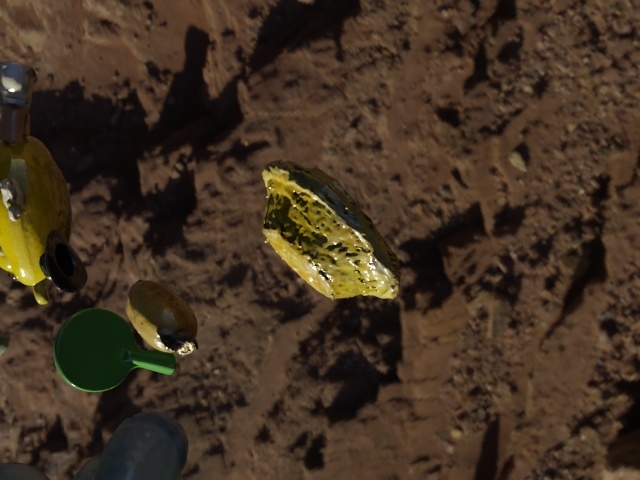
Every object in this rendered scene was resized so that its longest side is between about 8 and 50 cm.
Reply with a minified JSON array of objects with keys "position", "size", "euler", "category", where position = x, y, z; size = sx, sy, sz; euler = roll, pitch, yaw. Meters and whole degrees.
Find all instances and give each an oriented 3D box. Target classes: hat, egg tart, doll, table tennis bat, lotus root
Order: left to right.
[{"position":[-0.559,-0.128,1.849],"size":[0.161,0.423,0.348],"euler":[-6,155,-10],"category":"doll"},{"position":[-0.462,0.042,1.737],"size":[0.050,0.121,0.121],"euler":[-23,131,18],"category":"hat"},{"position":[-0.397,0.221,1.925],"size":[0.257,0.039,0.160],"euler":[16,79,-33],"category":"table tennis bat"},{"position":[-0.319,0.166,2.030],"size":[0.118,0.221,0.125],"euler":[-55,152,16],"category":"lotus root"},{"position":[0.001,0.001,1.800],"size":[0.132,0.341,0.341],"euler":[-44,130,-13],"category":"egg tart"}]

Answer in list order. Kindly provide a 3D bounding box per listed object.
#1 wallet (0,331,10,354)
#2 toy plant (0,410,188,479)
[{"position":[-0.802,0.253,2.015],"size":[0.252,0.083,0.360],"euler":[-35,168,-2],"category":"wallet"},{"position":[-0.213,0.290,0.935],"size":[0.247,0.332,0.247],"euler":[-1,102,-7],"category":"toy plant"}]
